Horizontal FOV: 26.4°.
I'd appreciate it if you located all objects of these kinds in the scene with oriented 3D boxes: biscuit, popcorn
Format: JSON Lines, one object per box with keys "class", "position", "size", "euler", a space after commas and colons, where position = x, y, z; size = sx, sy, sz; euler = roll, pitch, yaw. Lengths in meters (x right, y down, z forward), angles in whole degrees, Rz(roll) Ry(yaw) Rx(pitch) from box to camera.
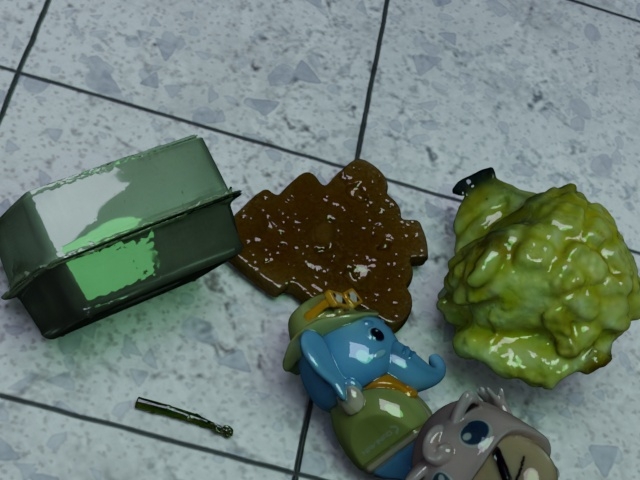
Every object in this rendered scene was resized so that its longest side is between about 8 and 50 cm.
{"class": "biscuit", "position": [0.000, 0.001, 1.871], "size": [0.302, 0.043, 0.278], "euler": [4, 57, -13]}
{"class": "popcorn", "position": [0.277, 0.062, 1.795], "size": [0.293, 0.293, 0.237], "euler": [-43, 117, -35]}

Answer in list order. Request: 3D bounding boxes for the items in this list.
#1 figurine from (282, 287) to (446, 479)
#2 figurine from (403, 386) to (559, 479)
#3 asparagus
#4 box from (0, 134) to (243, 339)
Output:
{"class": "figurine", "position": [0.060, 0.180, 1.718], "size": [0.262, 0.154, 0.180], "euler": [51, 46, -1]}
{"class": "figurine", "position": [0.228, 0.288, 1.623], "size": [0.186, 0.287, 0.176], "euler": [24, 75, 44]}
{"class": "asparagus", "position": [-0.167, 0.218, 1.684], "size": [0.127, 0.015, 0.018], "euler": [18, 62, -4]}
{"class": "box", "position": [-0.250, -0.003, 1.688], "size": [0.290, 0.220, 0.166], "euler": [-23, 87, -29]}
